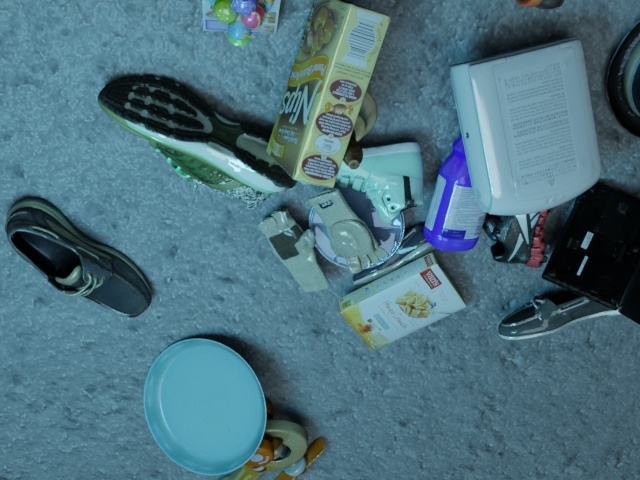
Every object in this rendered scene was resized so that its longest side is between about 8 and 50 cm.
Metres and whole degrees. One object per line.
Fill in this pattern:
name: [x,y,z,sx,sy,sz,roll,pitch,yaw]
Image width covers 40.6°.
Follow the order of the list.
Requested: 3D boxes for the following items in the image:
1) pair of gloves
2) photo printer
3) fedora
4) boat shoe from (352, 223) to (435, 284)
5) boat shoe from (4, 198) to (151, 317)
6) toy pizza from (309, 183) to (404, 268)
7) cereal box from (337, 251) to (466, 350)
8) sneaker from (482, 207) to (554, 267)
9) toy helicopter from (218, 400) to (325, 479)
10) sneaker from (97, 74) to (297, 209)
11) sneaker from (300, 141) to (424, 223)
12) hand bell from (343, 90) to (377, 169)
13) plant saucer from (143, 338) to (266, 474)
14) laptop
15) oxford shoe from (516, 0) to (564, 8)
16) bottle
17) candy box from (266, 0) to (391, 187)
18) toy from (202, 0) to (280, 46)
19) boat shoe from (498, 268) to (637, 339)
pair of gloves: [0.000,0.000,1.796,0.240,0.042,0.204,-23,113,36]
photo printer: [0.391,-0.206,1.629,0.256,0.107,0.307,-17,103,-12]
fedora: [0.720,-0.306,1.628,0.334,0.152,0.333,-1,120,-2]
boat shoe: [0.152,0.033,1.876,0.206,0.075,0.064,-30,75,21]
boat shoe: [-0.515,0.064,1.816,0.355,0.130,0.132,38,113,-21]
toy pizza: [0.077,-0.035,1.824,0.202,0.032,0.201,2,111,6]
cereal box: [0.181,0.139,1.915,0.240,0.047,0.173,-28,132,14]
sneaker: [0.407,-0.061,1.794,0.135,0.097,0.276,-4,122,-2]
toy helicopter: [-0.145,0.554,2.149,0.235,0.140,0.355,20,129,-23]
sneaker: [-0.254,-0.167,1.694,0.411,0.158,0.182,27,134,-12]
sneaker: [0.084,-0.103,1.726,0.256,0.094,0.151,-9,85,2]
hand bell: [0.055,-0.191,1.620,0.126,0.242,0.126,-1,121,-2]
plant saucer: [-0.260,0.377,1.988,0.318,0.044,0.317,2,97,21]
laptop: [0.635,0.031,1.850,0.265,0.136,0.234,24,89,9]
oxford shoe: [0.437,-0.540,1.526,0.099,0.097,0.271,3,127,-27]
bottle: [0.294,-0.117,1.752,0.118,0.092,0.282,-2,118,-27]
candy box: [0.007,-0.273,1.560,0.088,0.183,0.316,13,106,-24]
toy: [-0.139,-0.397,1.508,0.137,0.237,0.056,2,80,-6]
boat shoe: [0.550,0.134,1.920,0.335,0.112,0.095,-14,103,0]
